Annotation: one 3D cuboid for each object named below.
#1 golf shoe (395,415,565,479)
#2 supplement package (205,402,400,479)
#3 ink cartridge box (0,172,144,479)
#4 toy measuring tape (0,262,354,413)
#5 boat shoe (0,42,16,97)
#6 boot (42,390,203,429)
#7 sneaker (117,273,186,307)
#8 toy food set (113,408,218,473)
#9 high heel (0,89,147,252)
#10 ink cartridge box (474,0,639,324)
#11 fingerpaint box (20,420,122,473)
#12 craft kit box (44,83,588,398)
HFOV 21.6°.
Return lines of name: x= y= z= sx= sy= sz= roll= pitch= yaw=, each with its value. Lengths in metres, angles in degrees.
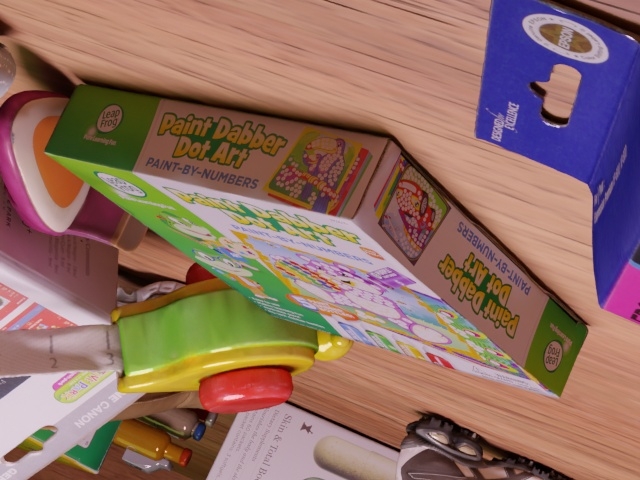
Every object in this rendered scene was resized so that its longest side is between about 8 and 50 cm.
golf shoe: x=0.159 y=0.241 z=1.567 sx=0.198 sy=0.094 sz=0.077 roll=24 pitch=166 yaw=-3
supplement package: x=0.006 y=0.326 z=1.937 sx=0.263 sy=0.199 sz=0.198 roll=22 pitch=166 yaw=12
ink cartridge box: x=-0.309 y=0.073 z=1.315 sx=0.309 sy=0.130 sz=0.272 roll=-35 pitch=129 yaw=26
toy measuring tape: x=-0.113 y=0.066 z=1.188 sx=0.330 sy=0.121 sz=0.121 roll=0 pitch=180 yaw=-30
boat shoe: x=-0.260 y=-0.099 z=1.031 sx=0.081 sy=0.079 sz=0.227 roll=38 pitch=159 yaw=-30
boot: x=-0.238 y=0.126 z=1.653 sx=0.236 sy=0.089 sz=0.269 roll=4 pitch=-178 yaw=33
sneaker: x=-0.171 y=0.081 z=1.562 sx=0.232 sy=0.090 sz=0.115 roll=16 pitch=168 yaw=37
toy food set: x=-0.199 y=0.266 z=2.271 sx=0.104 sy=0.111 sz=0.232 roll=23 pitch=164 yaw=10
high heel: x=-0.195 y=-0.056 z=1.106 sx=0.117 sy=0.082 sz=0.244 roll=23 pitch=175 yaw=15
ink cartridge box: x=0.225 y=0.021 z=0.664 sx=0.371 sy=0.069 sz=0.176 roll=25 pitch=167 yaw=9
fingerpaint box: x=-0.490 y=0.102 z=2.055 sx=0.445 sy=0.163 sz=0.371 roll=32 pitch=164 yaw=-27
craft kit box: x=0.000 y=0.000 z=1.007 sx=0.250 sy=0.061 sz=0.246 roll=13 pitch=160 yaw=41
